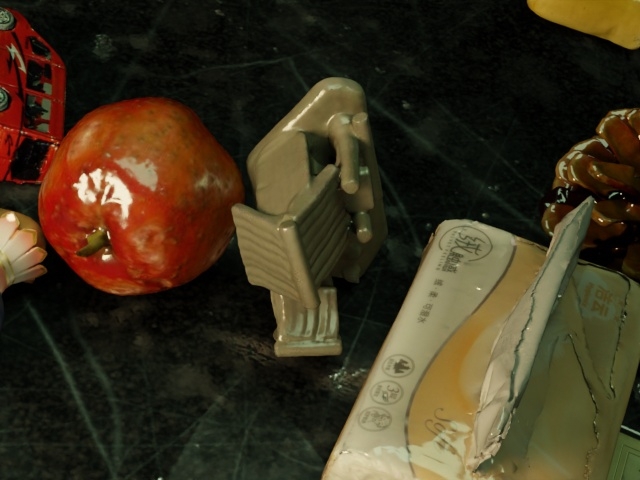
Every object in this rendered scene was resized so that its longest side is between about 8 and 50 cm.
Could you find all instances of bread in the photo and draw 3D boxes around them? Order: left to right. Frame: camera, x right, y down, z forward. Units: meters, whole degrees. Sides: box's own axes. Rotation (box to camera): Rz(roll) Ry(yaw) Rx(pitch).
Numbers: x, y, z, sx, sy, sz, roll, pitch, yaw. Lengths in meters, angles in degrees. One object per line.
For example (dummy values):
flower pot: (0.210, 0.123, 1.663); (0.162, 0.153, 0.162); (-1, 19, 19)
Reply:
bread: (0.343, -0.316, 1.755); (0.173, 0.085, 0.134); (19, 44, 2)

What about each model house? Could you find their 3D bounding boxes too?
model house: (-0.007, -0.003, 1.252); (0.122, 0.229, 0.188); (-2, 40, 7)

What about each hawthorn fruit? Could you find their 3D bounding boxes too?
hawthorn fruit: (-0.165, -0.029, 1.255); (0.179, 0.179, 0.200); (19, 31, 4)

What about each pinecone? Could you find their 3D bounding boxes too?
pinecone: (0.327, -0.016, 1.345); (0.264, 0.264, 0.264); (8, 45, -8)

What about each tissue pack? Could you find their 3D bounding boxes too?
tissue pack: (0.149, 0.116, 1.173); (0.238, 0.238, 0.305); (23, 44, 7)

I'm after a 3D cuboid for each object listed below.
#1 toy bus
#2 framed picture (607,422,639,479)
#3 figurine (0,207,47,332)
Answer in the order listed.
toy bus: (-0.302, -0.147, 1.413); (0.089, 0.081, 0.195); (10, 43, -19)
framed picture: (0.319, 0.257, 1.232); (0.195, 0.010, 0.199); (23, 44, 7)
figurine: (-0.303, 0.038, 1.204); (0.102, 0.111, 0.195); (7, 41, 20)
